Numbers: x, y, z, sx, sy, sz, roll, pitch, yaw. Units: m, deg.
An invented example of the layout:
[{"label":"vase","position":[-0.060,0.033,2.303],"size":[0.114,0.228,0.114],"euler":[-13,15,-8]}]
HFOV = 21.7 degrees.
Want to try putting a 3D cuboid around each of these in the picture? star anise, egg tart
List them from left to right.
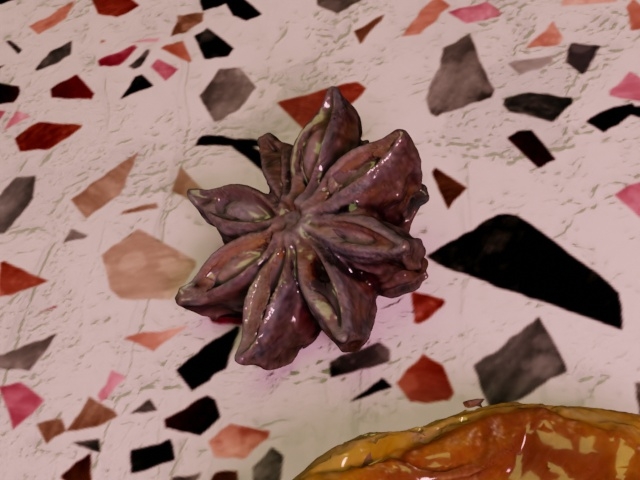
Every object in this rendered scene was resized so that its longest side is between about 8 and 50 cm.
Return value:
[{"label":"star anise","position":[0.000,-0.001,1.370],"size":[0.223,0.109,0.236],"euler":[-17,57,35]},{"label":"egg tart","position":[0.125,0.238,1.066],"size":[0.352,0.150,0.352],"euler":[-5,32,3]}]
